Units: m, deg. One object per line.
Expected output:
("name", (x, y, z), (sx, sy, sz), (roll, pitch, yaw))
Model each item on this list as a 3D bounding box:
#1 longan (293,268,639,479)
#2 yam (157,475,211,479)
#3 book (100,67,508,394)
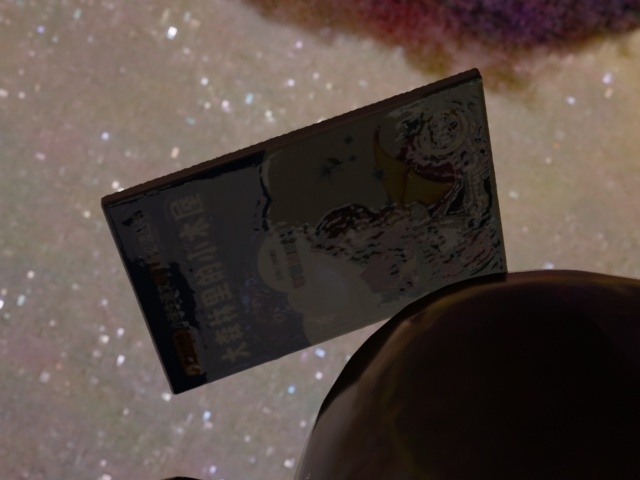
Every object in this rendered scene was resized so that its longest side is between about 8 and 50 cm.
("longan", (0.162, 0.176, 0.830), (0.361, 0.361, 0.361), (22, -158, -9))
("yam", (-0.115, 0.281, 1.136), (0.161, 0.161, 0.268), (26, 166, 2))
("book", (0.000, 0.000, 1.128), (0.322, 0.228, 0.018), (-21, -140, -7))
